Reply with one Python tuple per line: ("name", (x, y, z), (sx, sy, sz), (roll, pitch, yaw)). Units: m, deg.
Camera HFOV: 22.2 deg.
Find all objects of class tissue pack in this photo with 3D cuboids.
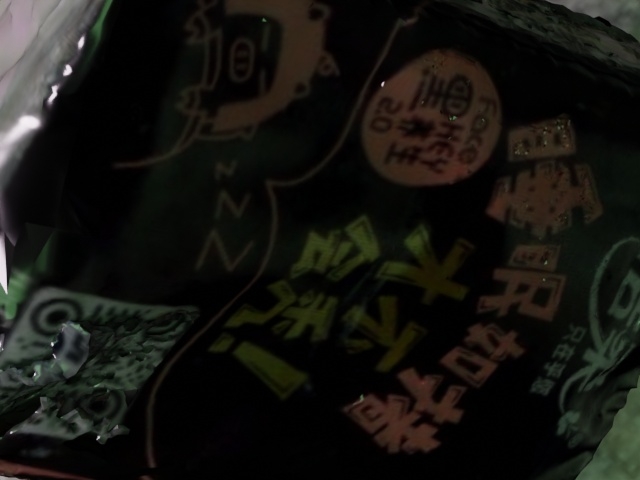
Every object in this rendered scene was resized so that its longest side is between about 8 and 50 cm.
("tissue pack", (0.000, 0.000, 0.656), (0.332, 0.123, 0.245), (14, 114, -36))
